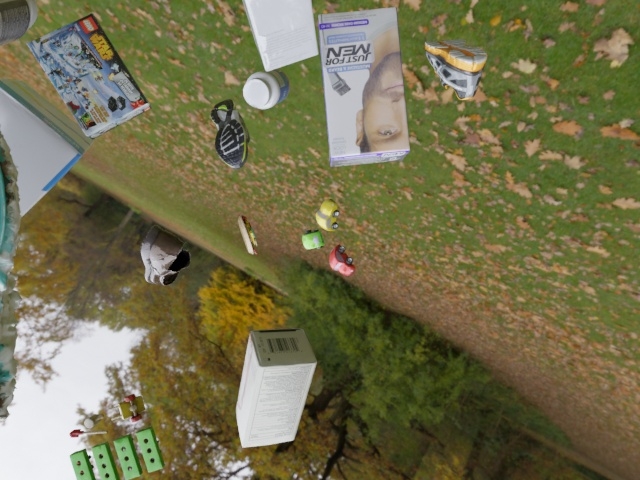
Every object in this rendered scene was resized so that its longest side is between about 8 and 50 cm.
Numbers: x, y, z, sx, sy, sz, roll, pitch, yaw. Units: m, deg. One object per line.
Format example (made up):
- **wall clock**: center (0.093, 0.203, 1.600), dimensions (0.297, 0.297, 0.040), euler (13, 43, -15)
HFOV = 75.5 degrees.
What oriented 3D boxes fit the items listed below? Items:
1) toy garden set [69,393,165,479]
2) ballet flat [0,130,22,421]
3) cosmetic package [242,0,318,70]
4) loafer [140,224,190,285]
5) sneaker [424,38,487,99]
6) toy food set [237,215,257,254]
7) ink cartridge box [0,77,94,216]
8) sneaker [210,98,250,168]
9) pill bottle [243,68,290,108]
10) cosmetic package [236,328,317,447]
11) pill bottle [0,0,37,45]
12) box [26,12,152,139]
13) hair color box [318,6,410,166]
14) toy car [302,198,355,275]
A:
- **toy garden set**: center (-0.553, 0.538, 1.113), dimensions (0.049, 0.244, 0.204), euler (2, -112, -84)
- **ballet flat**: center (-0.440, 0.041, 0.490), dimensions (0.146, 0.410, 0.147), euler (10, -168, -2)
- **cosmetic package**: center (-0.080, -0.429, 0.737), dimensions (0.231, 0.117, 0.086), euler (78, 172, -65)
- **loafer**: center (-0.511, 0.080, 1.395), dimensions (0.130, 0.134, 0.366), euler (22, 156, -5)
- **sneaker**: center (0.264, -0.354, 0.840), dimensions (0.084, 0.215, 0.083), euler (-7, 128, 1)
- **toy food set**: center (-0.144, -0.010, 0.825), dimensions (0.083, 0.020, 0.083), euler (86, 161, -48)
- **ink cartridge box**: center (-0.545, -0.169, 0.746), dimensions (0.168, 0.171, 0.232), euler (45, 178, -30)
- **sneaker**: center (-0.276, -0.339, 1.363), dimensions (0.121, 0.111, 0.300), euler (47, -158, -51)
- **pill bottle**: center (-0.192, -0.532, 1.456), dimensions (0.124, 0.124, 0.222), euler (31, -150, -4)
- **cosmetic package**: center (-0.125, 0.386, 1.086), dimensions (0.153, 0.297, 0.129), euler (3, -151, -23)
- **pill bottle**: center (-0.346, -0.236, 0.414), dimensions (0.078, 0.078, 0.137), euler (36, -160, -29)
- **box**: center (-0.309, -0.221, 0.560), dimensions (0.137, 0.093, 0.027), euler (59, 170, -6)
- **hair color box**: center (0.100, -0.358, 0.984), dimensions (0.184, 0.340, 0.110), euler (-5, 179, 1)
- **toy car**: center (0.000, 0.000, 1.282), dimensions (0.224, 0.053, 0.239), euler (-5, 103, 58)
